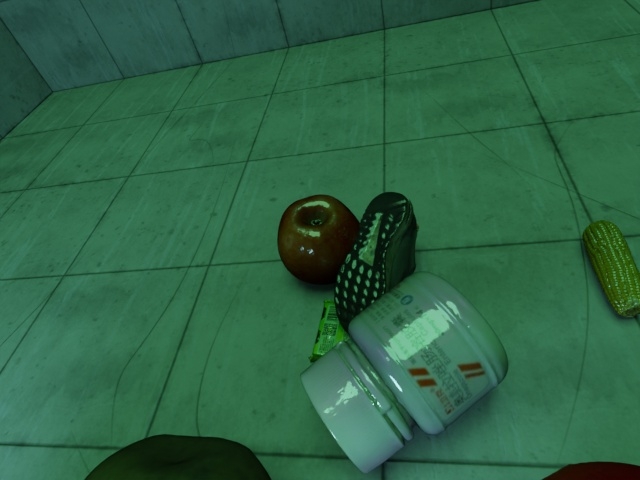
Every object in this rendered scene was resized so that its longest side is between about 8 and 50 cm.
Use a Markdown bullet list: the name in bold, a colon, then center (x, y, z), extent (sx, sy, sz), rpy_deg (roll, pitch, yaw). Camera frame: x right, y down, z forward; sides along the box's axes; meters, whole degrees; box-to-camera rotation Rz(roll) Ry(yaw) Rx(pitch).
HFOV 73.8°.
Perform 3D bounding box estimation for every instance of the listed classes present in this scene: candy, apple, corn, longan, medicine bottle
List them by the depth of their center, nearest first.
- **longan**: center (-0.215, 0.442, 0.639), extent (0.350, 0.288, 0.288), rpy_deg (7, 49, 19)
- **medicine bottle**: center (0.140, 0.227, 0.755), extent (0.302, 0.241, 0.241), rpy_deg (-37, 47, -5)
- **corn**: center (0.619, 0.054, 0.895), extent (0.080, 0.080, 0.231), rpy_deg (-5, 48, 13)
- **candy**: center (0.040, 0.202, 0.961), extent (0.102, 0.032, 0.178), rpy_deg (2, 46, 14)
- **apple**: center (0.000, 0.000, 1.056), extent (0.219, 0.201, 0.218), rpy_deg (-4, 50, 5)

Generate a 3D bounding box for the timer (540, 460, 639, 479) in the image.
- **timer**: center (0.277, 0.401, 0.425), extent (0.378, 0.378, 0.279), rpy_deg (-23, 51, -5)

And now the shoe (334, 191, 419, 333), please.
- **shoe**: center (0.147, 0.069, 0.985), extent (0.132, 0.171, 0.336), rpy_deg (9, 74, 38)
